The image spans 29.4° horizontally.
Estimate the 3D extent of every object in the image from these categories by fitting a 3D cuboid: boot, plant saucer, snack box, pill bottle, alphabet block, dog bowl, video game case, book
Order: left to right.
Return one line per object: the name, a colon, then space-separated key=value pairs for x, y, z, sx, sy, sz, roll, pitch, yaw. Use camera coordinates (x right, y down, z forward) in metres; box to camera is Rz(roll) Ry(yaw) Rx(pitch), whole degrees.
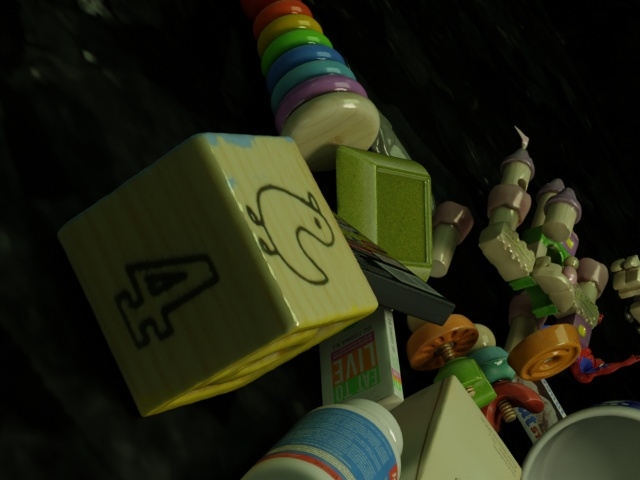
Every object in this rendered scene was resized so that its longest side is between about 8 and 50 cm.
alphabet block: x=-0.095 y=0.029 z=1.162 sx=0.192 sy=0.193 sz=0.197 roll=-9 pitch=69 yaw=-62
video game case: x=0.000 y=0.000 z=1.430 sx=0.248 sy=0.035 sz=0.275 roll=39 pitch=11 yaw=37
pill bottle: x=0.008 y=0.233 z=1.198 sx=0.124 sy=0.124 sz=0.221 roll=58 pitch=25 yaw=-1
book: x=0.047 y=0.145 z=1.412 sx=0.035 sy=0.096 sz=0.144 roll=41 pitch=29 yaw=-35
boot: x=0.074 y=-0.140 z=1.777 sx=0.247 sy=0.083 sz=0.161 roll=61 pitch=5 yaw=25
plant saucer: x=0.097 y=-0.029 z=1.659 sx=0.188 sy=0.045 sz=0.189 roll=6 pitch=80 yaw=-51
snack box: x=0.331 y=0.256 z=1.863 sx=0.178 sy=0.064 sz=0.022 roll=60 pitch=25 yaw=4
dog bowl: x=0.404 y=0.351 z=1.647 sx=0.265 sy=0.265 sz=0.104 roll=63 pitch=23 yaw=11

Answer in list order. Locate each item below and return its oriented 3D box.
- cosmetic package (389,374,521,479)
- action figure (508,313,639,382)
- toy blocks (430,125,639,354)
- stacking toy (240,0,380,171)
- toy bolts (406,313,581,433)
cosmetic package: x=0.125 y=0.300 z=1.361 sx=0.160 sy=0.113 sz=0.309 roll=54 pitch=23 yaw=-10
action figure: x=0.456 y=0.173 z=2.126 sx=0.280 sy=0.139 sz=0.092 roll=32 pitch=35 yaw=-49
toy blocks: x=0.369 y=-0.003 z=1.895 sx=0.288 sy=0.309 sz=0.260 roll=48 pitch=44 yaw=-23
stacking toy: x=-0.030 y=-0.261 z=1.717 sx=0.141 sy=0.141 sz=0.330 roll=27 pitch=35 yaw=-49
toy bolts: x=0.237 y=0.146 z=1.681 sx=0.159 sy=0.218 sz=0.228 roll=66 pitch=6 yaw=32
